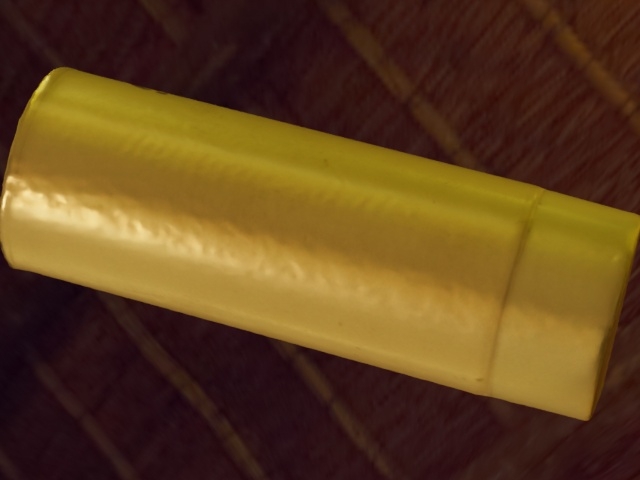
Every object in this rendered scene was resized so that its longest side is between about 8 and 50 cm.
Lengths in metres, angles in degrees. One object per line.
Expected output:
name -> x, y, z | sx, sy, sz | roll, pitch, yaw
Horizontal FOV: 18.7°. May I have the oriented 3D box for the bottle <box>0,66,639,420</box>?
bottle -> 0.000, 0.000, 0.641 | 0.201, 0.072, 0.072 | 14, -101, 10
